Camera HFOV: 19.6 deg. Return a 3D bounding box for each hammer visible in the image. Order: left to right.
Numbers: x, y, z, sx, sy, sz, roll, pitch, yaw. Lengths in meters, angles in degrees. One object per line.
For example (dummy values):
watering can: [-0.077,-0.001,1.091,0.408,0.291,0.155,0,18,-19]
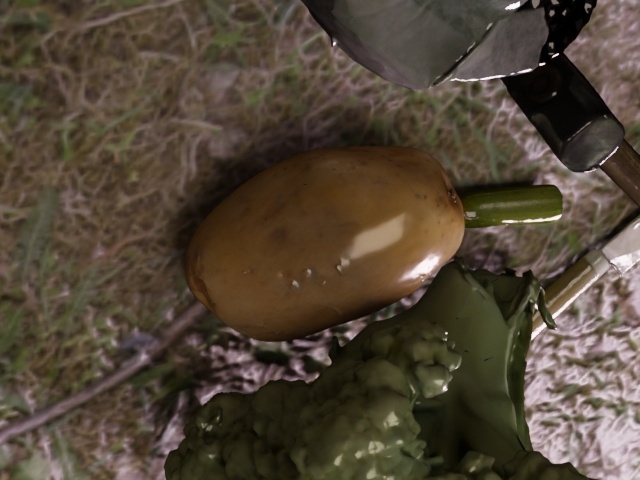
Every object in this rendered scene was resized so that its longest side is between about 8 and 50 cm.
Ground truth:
hammer: [0.237,-0.020,1.272,0.043,0.111,0.365,-41,134,11]

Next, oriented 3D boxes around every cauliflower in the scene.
cauliflower: [0.046,0.142,1.178,0.260,0.327,0.281,16,75,-66]

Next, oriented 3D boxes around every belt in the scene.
belt: [0.051,-0.204,0.999,0.184,0.164,0.289,-41,132,-9]

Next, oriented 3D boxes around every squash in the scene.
squash: [0.122,-0.022,1.253,0.083,0.027,0.027,-4,123,-25]

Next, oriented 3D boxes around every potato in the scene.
potato: [0.000,0.000,1.150,0.178,0.118,0.109,-24,89,5]

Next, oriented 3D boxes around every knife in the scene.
knife: [0.215,0.010,1.336,0.298,0.017,0.047,-42,131,-3]
